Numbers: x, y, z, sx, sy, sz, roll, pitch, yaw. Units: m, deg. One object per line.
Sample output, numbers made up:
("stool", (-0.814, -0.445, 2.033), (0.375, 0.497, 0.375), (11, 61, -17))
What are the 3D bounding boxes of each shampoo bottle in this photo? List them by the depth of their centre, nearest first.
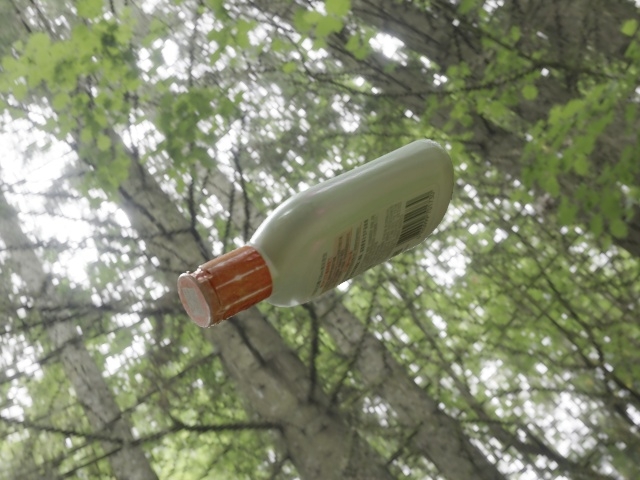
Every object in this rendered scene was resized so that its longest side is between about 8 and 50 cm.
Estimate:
("shampoo bottle", (0.000, 0.000, 0.799), (0.220, 0.051, 0.108), (-25, -29, -30))
